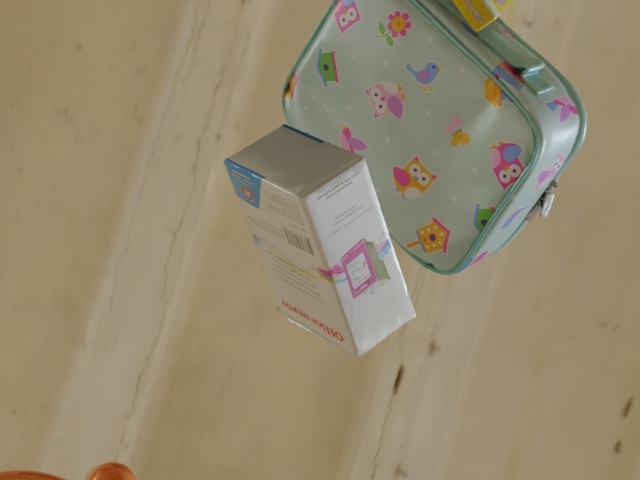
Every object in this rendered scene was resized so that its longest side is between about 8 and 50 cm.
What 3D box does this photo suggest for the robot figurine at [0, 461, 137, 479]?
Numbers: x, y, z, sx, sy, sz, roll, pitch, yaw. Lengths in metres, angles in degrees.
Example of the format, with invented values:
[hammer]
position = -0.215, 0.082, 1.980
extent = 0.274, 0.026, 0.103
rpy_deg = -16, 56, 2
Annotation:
[robot figurine]
position = -0.169, 0.191, 0.849
extent = 0.128, 0.219, 0.158
rpy_deg = 8, -104, -13

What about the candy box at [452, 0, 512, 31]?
[candy box]
position = 0.136, -0.252, 1.411
extent = 0.027, 0.206, 0.105
rpy_deg = -32, -84, 24

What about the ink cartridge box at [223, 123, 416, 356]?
[ink cartridge box]
position = 0.000, 0.000, 0.976
extent = 0.052, 0.122, 0.088
rpy_deg = -33, -146, -23

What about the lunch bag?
[lunch bag]
position = 0.110, -0.122, 1.486
extent = 0.279, 0.224, 0.108
rpy_deg = 47, -144, 20
